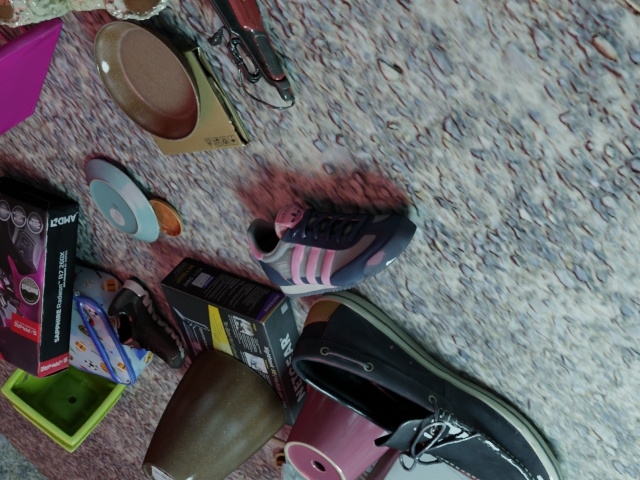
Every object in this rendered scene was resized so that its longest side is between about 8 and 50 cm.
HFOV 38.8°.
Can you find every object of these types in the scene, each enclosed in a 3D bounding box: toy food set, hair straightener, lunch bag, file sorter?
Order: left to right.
[{"bbox_3d":[-0.584,-0.291,1.482,0.182,0.202,0.291,46,145,-2],"label":"file sorter"},{"bbox_3d":[-0.502,0.181,2.006,0.243,0.115,0.303,15,139,29],"label":"lunch bag"},{"bbox_3d":[-0.101,-0.267,1.196,0.089,0.047,0.230,1,134,43],"label":"hair straightener"},{"bbox_3d":[-0.052,0.521,2.017,0.133,0.038,0.192,11,136,35],"label":"toy food set"}]

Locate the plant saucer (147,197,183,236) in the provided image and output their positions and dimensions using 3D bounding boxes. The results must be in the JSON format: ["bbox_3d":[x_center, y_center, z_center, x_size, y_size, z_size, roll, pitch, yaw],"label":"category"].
[{"bbox_3d":[-0.279,-0.042,1.629,0.084,0.013,0.083,25,143,20],"label":"plant saucer"}]

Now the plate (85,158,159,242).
[{"bbox_3d":[-0.372,-0.066,1.667,0.188,0.024,0.188,30,145,23],"label":"plate"}]

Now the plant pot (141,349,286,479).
[{"bbox_3d":[-0.216,0.359,1.679,0.215,0.230,0.215,26,143,21],"label":"plant pot"}]

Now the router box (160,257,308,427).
[{"bbox_3d":[-0.149,0.196,1.711,0.243,0.081,0.308,18,140,30],"label":"router box"}]

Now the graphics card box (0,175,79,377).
[{"bbox_3d":[-0.616,0.073,1.869,0.233,0.094,0.370,20,110,28],"label":"graphics card box"}]

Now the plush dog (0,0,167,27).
[{"bbox_3d":[-0.306,-0.406,1.146,0.263,0.210,0.225,-1,119,8],"label":"plush dog"}]

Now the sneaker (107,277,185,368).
[{"bbox_3d":[-0.371,0.197,1.899,0.078,0.106,0.234,3,131,43],"label":"sneaker"}]

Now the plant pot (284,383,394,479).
[{"bbox_3d":[0.037,0.331,1.598,0.201,0.180,0.201,26,142,22],"label":"plant pot"}]

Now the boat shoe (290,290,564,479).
[{"bbox_3d":[0.162,0.284,1.453,0.500,0.156,0.187,38,144,1],"label":"boat shoe"}]

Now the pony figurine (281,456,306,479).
[{"bbox_3d":[0.052,0.601,1.787,0.364,0.350,0.303,-11,141,24],"label":"pony figurine"}]

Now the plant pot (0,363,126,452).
[{"bbox_3d":[-0.625,0.377,2.248,0.228,0.227,0.207,37,152,4],"label":"plant pot"}]

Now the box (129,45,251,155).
[{"bbox_3d":[-0.213,-0.207,1.378,0.201,0.021,0.164,0,128,44],"label":"box"}]

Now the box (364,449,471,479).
[{"bbox_3d":[0.170,0.471,1.626,0.181,0.182,0.119,42,147,0],"label":"box"}]

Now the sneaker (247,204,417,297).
[{"bbox_3d":[0.000,0.000,1.326,0.131,0.112,0.319,49,144,-17],"label":"sneaker"}]

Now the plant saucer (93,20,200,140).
[{"bbox_3d":[-0.245,-0.237,1.325,0.199,0.036,0.198,26,141,23],"label":"plant saucer"}]
